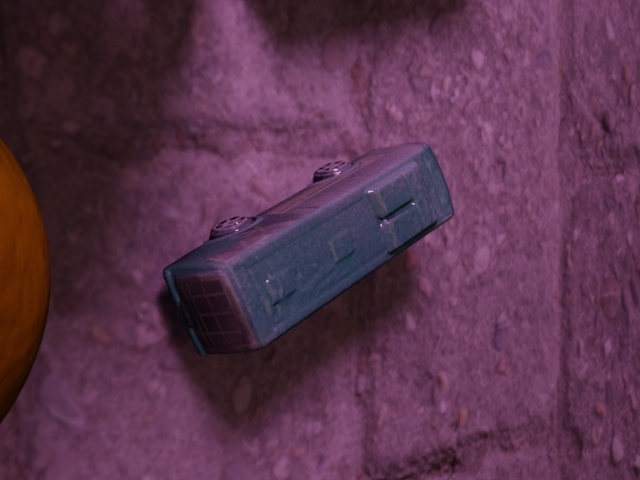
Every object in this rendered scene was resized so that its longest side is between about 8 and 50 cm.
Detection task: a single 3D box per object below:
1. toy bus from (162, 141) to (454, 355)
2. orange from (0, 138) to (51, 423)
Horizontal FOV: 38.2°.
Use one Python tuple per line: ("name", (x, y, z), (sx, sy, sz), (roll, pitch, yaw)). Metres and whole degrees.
("toy bus", (0.000, 0.000, 0.737), (0.261, 0.109, 0.091), (-34, 108, -38))
("orange", (-0.259, 0.019, 0.397), (0.279, 0.279, 0.235), (-12, 68, -42))
